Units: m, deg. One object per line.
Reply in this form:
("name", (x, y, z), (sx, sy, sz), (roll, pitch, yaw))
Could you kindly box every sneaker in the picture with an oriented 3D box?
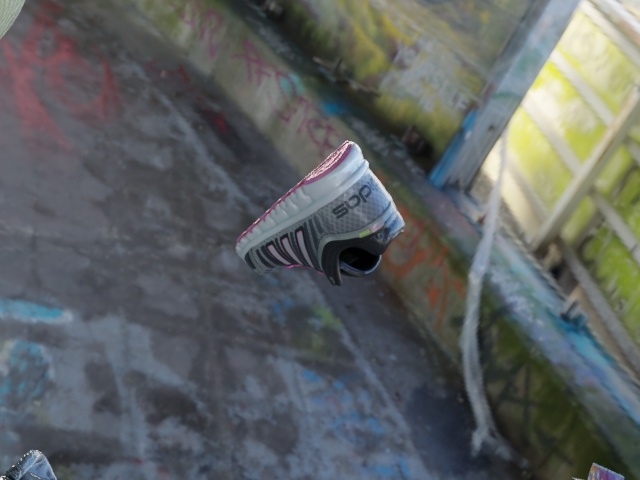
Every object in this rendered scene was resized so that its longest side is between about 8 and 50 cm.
("sneaker", (0.000, 0.000, 0.668), (0.075, 0.170, 0.063), (49, 60, -2))

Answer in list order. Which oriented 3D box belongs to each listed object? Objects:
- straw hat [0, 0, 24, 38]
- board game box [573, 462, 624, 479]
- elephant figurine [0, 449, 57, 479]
("straw hat", (-0.244, -0.133, 0.670), (0.144, 0.144, 0.061), (-7, 59, -48))
("board game box", (0.333, 0.345, 1.247), (0.033, 0.133, 0.169), (4, -4, -2))
("elephant figurine", (-0.426, 0.382, 1.442), (0.186, 0.239, 0.169), (6, 50, 43))
